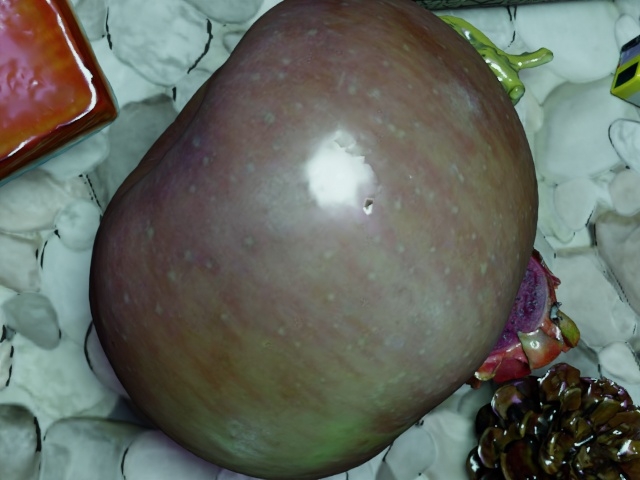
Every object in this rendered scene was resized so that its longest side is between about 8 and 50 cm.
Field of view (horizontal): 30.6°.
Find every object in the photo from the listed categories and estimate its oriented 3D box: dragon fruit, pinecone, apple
[{"bbox_3d":[0.129,0.060,0.869,0.112,0.126,0.068,-60,142,-23],"label":"dragon fruit"},{"bbox_3d":[0.177,0.154,0.846,0.140,0.121,0.140,5,71,-14],"label":"pinecone"},{"bbox_3d":[0.000,0.000,0.727,0.235,0.306,0.305,37,72,-11],"label":"apple"}]

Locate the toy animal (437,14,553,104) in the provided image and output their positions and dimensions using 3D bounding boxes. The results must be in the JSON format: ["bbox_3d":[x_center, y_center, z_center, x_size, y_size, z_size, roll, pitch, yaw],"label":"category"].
[{"bbox_3d":[0.075,-0.124,0.891,0.136,0.073,0.181,45,74,2],"label":"toy animal"}]

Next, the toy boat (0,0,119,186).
[{"bbox_3d":[-0.299,-0.061,0.741,0.332,0.133,0.145,-25,94,-9],"label":"toy boat"}]

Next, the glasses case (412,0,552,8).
[{"bbox_3d":[0.150,-0.258,0.926,0.355,0.085,0.137,-8,80,-18],"label":"glasses case"}]

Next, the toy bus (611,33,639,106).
[{"bbox_3d":[0.298,-0.128,0.968,0.102,0.052,0.058,23,75,-11],"label":"toy bus"}]
